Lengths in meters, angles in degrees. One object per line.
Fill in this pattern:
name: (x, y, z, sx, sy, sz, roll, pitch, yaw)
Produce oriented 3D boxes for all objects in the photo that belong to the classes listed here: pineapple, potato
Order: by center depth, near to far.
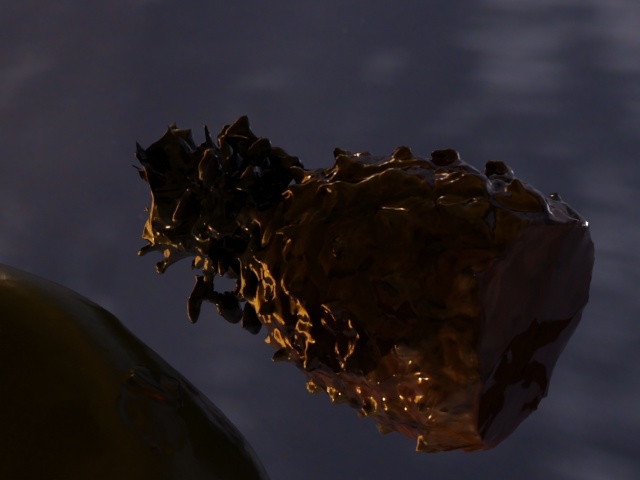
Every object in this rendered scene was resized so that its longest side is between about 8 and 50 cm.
potato: (-0.139, 0.107, 0.595, 0.186, 0.253, 0.148, -77, -169, -57)
pineapple: (0.000, 0.000, 0.715, 0.278, 0.158, 0.158, 25, -105, 30)
